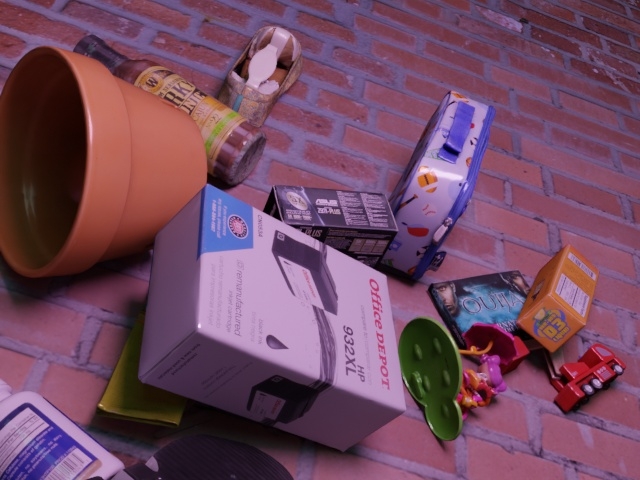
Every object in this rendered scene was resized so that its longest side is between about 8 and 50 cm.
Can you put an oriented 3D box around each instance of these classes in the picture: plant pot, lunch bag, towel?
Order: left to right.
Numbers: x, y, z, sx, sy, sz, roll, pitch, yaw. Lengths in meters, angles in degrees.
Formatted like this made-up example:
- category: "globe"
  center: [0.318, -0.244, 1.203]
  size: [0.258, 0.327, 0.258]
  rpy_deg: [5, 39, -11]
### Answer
- category: "plant pot"
  center: [-0.291, -0.096, 1.056]
  size: [0.203, 0.291, 0.291]
  rpy_deg: [2, 46, -45]
- category: "towel"
  center: [-0.198, 0.135, 1.003]
  size: [0.102, 0.021, 0.237]
  rpy_deg: [7, 36, 3]
- category: "lunch bag"
  center: [0.188, -0.094, 1.274]
  size: [0.115, 0.243, 0.303]
  rpy_deg: [25, 43, 0]

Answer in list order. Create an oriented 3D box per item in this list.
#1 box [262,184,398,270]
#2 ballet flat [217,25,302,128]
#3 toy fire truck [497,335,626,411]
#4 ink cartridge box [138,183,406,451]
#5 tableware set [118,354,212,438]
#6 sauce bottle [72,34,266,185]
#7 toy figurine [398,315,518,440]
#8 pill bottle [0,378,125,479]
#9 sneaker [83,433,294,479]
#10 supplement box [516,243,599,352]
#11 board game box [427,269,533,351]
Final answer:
- category: "box"
  center: [0.000, 0.000, 1.169]
  size: [0.180, 0.147, 0.077]
  rpy_deg: [3, 49, -21]
- category: "ballet flat"
  center: [-0.097, -0.328, 1.460]
  size: [0.123, 0.123, 0.348]
  rpy_deg: [23, 43, -2]
- category: "toy fire truck"
  center: [0.373, 0.193, 1.228]
  size: [0.192, 0.047, 0.135]
  rpy_deg: [-19, 57, -37]
- category: "ink cartridge box"
  center: [-0.053, 0.102, 0.988]
  size: [0.307, 0.129, 0.223]
  rpy_deg: [27, 39, -31]
- category: "tableware set"
  center: [-0.149, 0.165, 1.023]
  size: [0.194, 0.039, 0.128]
  rpy_deg: [-14, 56, -33]
- category: "sauce bottle"
  center: [-0.255, -0.220, 1.290]
  size: [0.344, 0.111, 0.111]
  rpy_deg: [32, 44, 8]
- category: "toy figurine"
  center: [0.218, 0.182, 1.124]
  size: [0.159, 0.130, 0.173]
  rpy_deg: [-6, 74, -33]
- category: "pill bottle"
  center: [-0.313, 0.227, 0.837]
  size: [0.186, 0.112, 0.112]
  rpy_deg: [36, 45, 11]
- category: "sneaker"
  center: [-0.161, 0.308, 0.842]
  size: [0.122, 0.146, 0.330]
  rpy_deg: [29, 16, 32]
- category: "supplement box"
  center: [0.386, 0.088, 1.269]
  size: [0.080, 0.078, 0.233]
  rpy_deg: [44, 31, 7]
- category: "board game box"
  center: [0.278, 0.111, 1.277]
  size: [0.186, 0.026, 0.126]
  rpy_deg: [-7, 53, -29]
